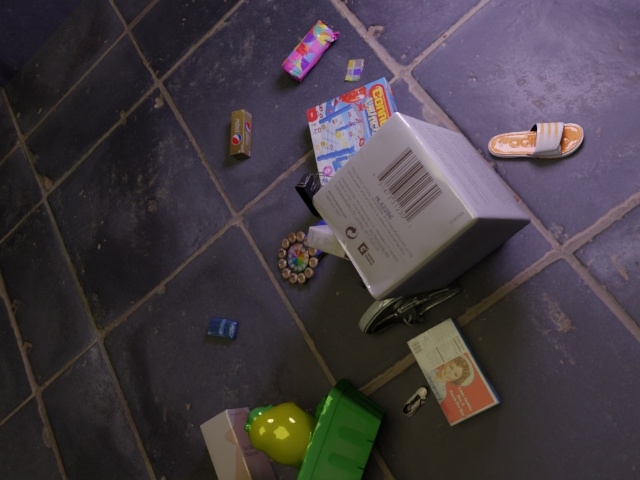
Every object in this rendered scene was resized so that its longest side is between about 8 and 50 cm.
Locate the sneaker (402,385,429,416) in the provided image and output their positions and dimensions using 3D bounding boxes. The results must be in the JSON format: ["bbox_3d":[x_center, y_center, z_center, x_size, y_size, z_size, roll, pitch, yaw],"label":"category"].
[{"bbox_3d":[0.283,0.479,1.601,0.040,0.044,0.109,38,94,30],"label":"sneaker"}]

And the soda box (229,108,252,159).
[{"bbox_3d":[-0.307,-0.410,2.085,0.061,0.058,0.181,-6,75,25],"label":"soda box"}]

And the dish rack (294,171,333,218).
[{"bbox_3d":[0.074,-0.137,1.761,0.271,0.208,0.074,10,68,26],"label":"dish rack"}]

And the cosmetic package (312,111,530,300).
[{"bbox_3d":[0.267,-0.078,1.401,0.327,0.393,0.329,-45,65,29],"label":"cosmetic package"}]

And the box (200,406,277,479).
[{"bbox_3d":[-0.259,0.717,1.756,0.121,0.148,0.311,-34,67,15],"label":"box"}]

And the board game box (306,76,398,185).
[{"bbox_3d":[0.126,-0.355,1.844,0.302,0.086,0.308,-19,71,22],"label":"board game box"}]

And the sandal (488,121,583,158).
[{"bbox_3d":[0.628,-0.293,1.589,0.265,0.076,0.102,-4,77,25],"label":"sandal"}]

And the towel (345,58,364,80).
[{"bbox_3d":[0.122,-0.616,1.949,0.060,0.009,0.083,10,83,27],"label":"towel"}]

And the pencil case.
[{"bbox_3d":[-0.040,-0.702,2.000,0.236,0.104,0.104,-47,63,11],"label":"pencil case"}]

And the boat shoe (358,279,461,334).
[{"bbox_3d":[0.268,0.199,1.627,0.335,0.121,0.119,-38,61,12],"label":"boat shoe"}]

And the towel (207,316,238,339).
[{"bbox_3d":[-0.356,0.317,1.959,0.119,0.029,0.067,5,80,27],"label":"towel"}]

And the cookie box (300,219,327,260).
[{"bbox_3d":[0.000,0.000,1.850,0.107,0.040,0.092,-42,63,13],"label":"cookie box"}]

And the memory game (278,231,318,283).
[{"bbox_3d":[-0.081,0.060,1.863,0.186,0.012,0.186,-1,88,40],"label":"memory game"}]

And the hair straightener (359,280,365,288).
[{"bbox_3d":[0.203,0.121,1.676,0.230,0.089,0.047,-24,89,59],"label":"hair straightener"}]

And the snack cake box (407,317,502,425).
[{"bbox_3d":[0.383,0.375,1.550,0.152,0.089,0.264,-32,67,14],"label":"snack cake box"}]

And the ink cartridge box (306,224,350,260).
[{"bbox_3d":[0.142,0.015,1.632,0.261,0.296,0.066,19,104,27],"label":"ink cartridge box"}]

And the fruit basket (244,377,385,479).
[{"bbox_3d":[-0.031,0.585,1.591,0.392,0.283,0.392,-1,83,11],"label":"fruit basket"}]
